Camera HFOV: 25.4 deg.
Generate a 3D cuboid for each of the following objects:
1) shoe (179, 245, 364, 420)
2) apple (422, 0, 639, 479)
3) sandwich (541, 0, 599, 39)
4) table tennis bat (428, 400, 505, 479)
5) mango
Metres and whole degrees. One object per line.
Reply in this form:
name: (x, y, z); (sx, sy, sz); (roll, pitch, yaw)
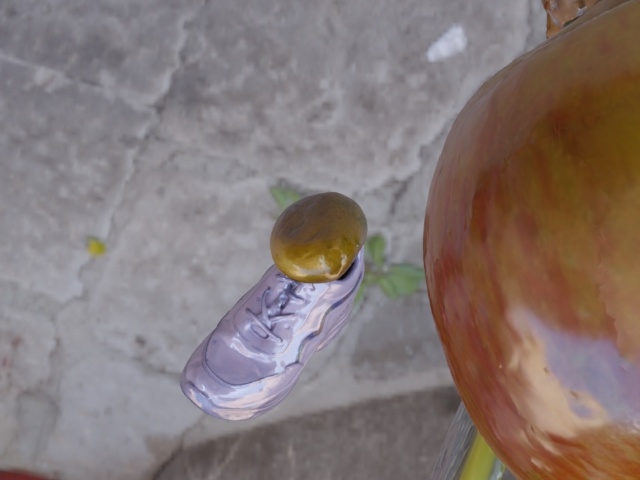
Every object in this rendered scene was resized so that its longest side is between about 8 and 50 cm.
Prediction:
shoe: (-0.038, 0.072, 1.387); (0.095, 0.245, 0.138); (35, 137, 17)
apple: (0.190, -0.015, 0.685); (0.301, 0.301, 0.301); (2, 137, 2)
sandwich: (0.213, -0.104, 0.997); (0.250, 0.162, 0.301); (23, 100, 23)
table tennis bat: (0.067, 0.203, 0.897); (0.054, 0.369, 0.224); (23, 145, 2)
mango: (0.000, 0.000, 1.087); (0.079, 0.114, 0.057); (-22, 111, 0)
